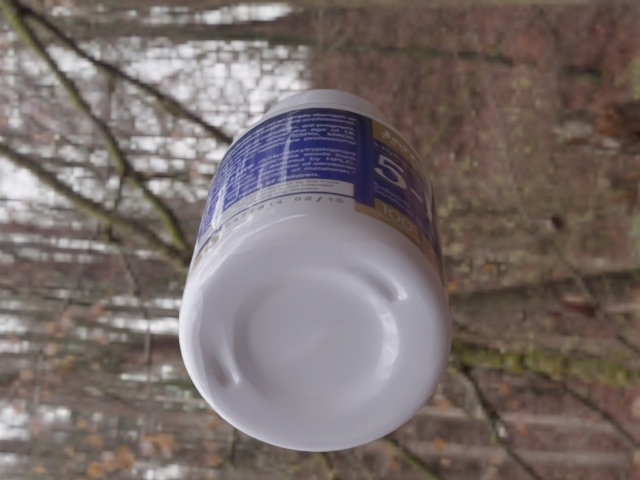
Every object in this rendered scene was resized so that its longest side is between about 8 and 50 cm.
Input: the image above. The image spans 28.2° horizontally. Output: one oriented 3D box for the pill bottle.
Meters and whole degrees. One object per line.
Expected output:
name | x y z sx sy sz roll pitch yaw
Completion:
pill bottle | 0.000 0.000 0.587 0.187 0.112 0.112 -87 -6 -63
